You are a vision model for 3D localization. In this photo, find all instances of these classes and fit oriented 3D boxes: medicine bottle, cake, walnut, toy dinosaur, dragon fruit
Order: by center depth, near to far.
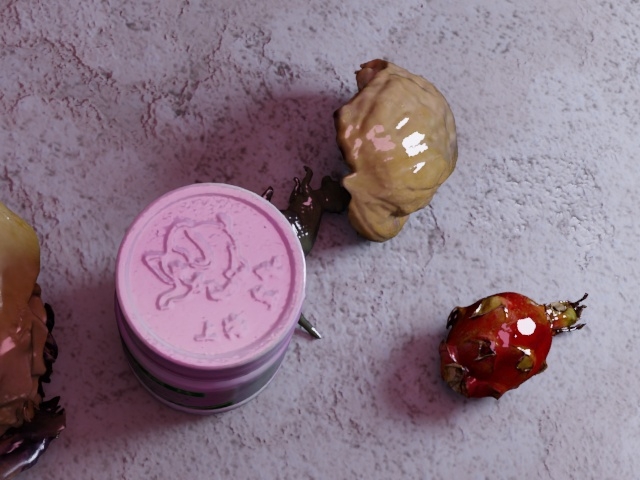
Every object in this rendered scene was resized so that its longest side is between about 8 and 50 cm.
[{"bbox_3d":[-0.426,0.111,1.820,0.321,0.332,0.332,49,62,-34],"label":"cake"},{"bbox_3d":[-0.130,0.076,1.833,0.212,0.325,0.212,1,76,-5],"label":"medicine bottle"},{"bbox_3d":[0.097,-0.123,2.024,0.141,0.204,0.238,-5,71,15],"label":"walnut"},{"bbox_3d":[0.000,0.000,2.030,0.187,0.087,0.179,-42,83,-21],"label":"toy dinosaur"},{"bbox_3d":[0.254,0.118,2.041,0.246,0.125,0.125,-16,61,-34],"label":"dragon fruit"}]
